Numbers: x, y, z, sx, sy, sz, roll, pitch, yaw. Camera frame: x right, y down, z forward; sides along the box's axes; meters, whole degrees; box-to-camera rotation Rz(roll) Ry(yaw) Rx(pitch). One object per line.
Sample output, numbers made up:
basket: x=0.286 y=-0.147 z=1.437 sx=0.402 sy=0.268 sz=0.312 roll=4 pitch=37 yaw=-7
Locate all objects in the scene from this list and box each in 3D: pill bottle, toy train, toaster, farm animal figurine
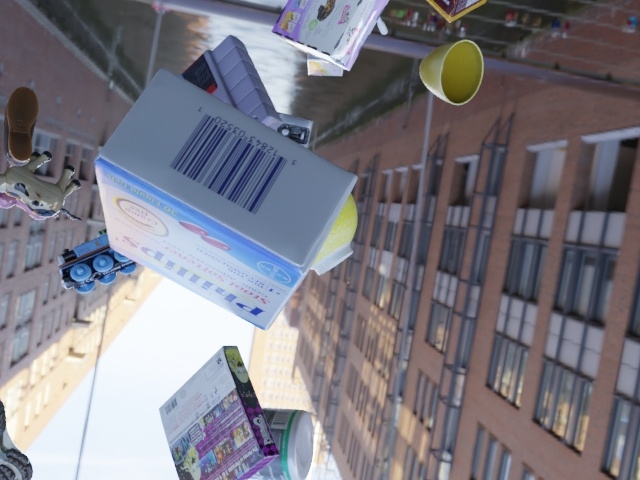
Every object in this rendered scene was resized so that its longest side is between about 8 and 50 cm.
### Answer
pill bottle: x=-0.214 y=0.591 z=1.921 sx=0.361 sy=0.204 sz=0.204 roll=-1 pitch=180 yaw=16
toy train: x=-0.485 y=0.040 z=1.436 sx=0.184 sy=0.105 sz=0.080 roll=-26 pitch=153 yaw=-23
toaster: x=-0.098 y=-0.259 z=1.786 sx=0.110 sy=0.168 sz=0.186 roll=10 pitch=-169 yaw=-15
farm animal figurine: x=-0.649 y=-0.126 z=1.193 sx=0.330 sy=0.327 sz=0.172 roll=-6 pitch=-142 yaw=26

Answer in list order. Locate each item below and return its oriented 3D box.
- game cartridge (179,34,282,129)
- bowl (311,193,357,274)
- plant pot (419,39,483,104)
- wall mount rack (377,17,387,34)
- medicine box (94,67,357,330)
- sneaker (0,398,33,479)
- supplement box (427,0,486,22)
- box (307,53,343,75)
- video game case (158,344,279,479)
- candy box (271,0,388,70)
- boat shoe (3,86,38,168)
game cartridge: x=-0.257 y=-0.220 z=1.320 sx=0.355 sy=0.230 sz=0.068 roll=-36 pitch=158 yaw=23
bowl: x=0.000 y=0.000 z=1.801 sx=0.289 sy=0.156 sz=0.289 roll=-33 pitch=173 yaw=-5
plant pot: x=0.271 y=-0.366 z=1.417 sx=0.134 sy=0.134 sz=0.095 roll=7 pitch=-168 yaw=-39
wall mount rack: x=0.064 y=-0.677 z=1.609 sx=0.130 sy=0.304 sz=0.350 roll=-18 pitch=-144 yaw=-36
medicine box: x=-0.129 y=-0.033 z=0.853 sx=0.263 sy=0.149 sz=0.289 roll=29 pitch=155 yaw=-2
sneaker: x=-0.725 y=0.434 z=1.345 sx=0.182 sy=0.410 sz=0.158 roll=15 pitch=-150 yaw=25
supplement box: x=0.334 y=-0.704 z=1.660 sx=0.191 sy=0.129 sz=0.194 roll=51 pitch=162 yaw=19
box: x=0.017 y=-0.537 z=1.842 sx=0.103 sy=0.114 sz=0.203 roll=2 pitch=-177 yaw=-1
video game case: x=-0.187 y=0.332 z=1.150 sx=0.042 sy=0.232 sz=0.210 roll=8 pitch=-134 yaw=-46
candy box: x=0.017 y=-0.456 z=1.333 sx=0.196 sy=0.165 sz=0.070 roll=35 pitch=-172 yaw=39
boat shoe: x=-0.735 y=-0.272 z=1.596 sx=0.073 sy=0.207 sz=0.073 roll=13 pitch=154 yaw=-33
